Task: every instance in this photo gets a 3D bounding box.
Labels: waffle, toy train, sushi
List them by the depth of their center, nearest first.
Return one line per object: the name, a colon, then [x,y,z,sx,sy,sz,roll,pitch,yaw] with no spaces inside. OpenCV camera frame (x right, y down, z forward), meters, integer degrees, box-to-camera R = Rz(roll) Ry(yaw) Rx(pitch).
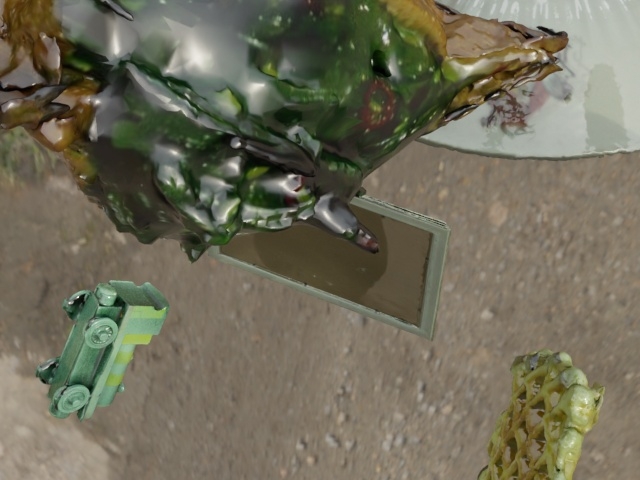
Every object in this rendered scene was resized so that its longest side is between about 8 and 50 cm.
sushi: [-0.027,-0.058,0.518,0.287,0.149,0.140,3,27,-41]
waffle: [0.271,0.283,1.556,0.073,0.317,0.297,16,92,-6]
toy train: [-0.292,0.149,1.623,0.132,0.200,0.083,5,30,-43]

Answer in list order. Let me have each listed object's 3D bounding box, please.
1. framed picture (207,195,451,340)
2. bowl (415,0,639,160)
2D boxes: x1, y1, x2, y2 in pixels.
framed picture: [0.000,0.000,0.851,0.183,0.142,0.011,20,58,13]
bowl: [0.205,-0.207,1.148,0.337,0.157,0.337,-2,26,1]
